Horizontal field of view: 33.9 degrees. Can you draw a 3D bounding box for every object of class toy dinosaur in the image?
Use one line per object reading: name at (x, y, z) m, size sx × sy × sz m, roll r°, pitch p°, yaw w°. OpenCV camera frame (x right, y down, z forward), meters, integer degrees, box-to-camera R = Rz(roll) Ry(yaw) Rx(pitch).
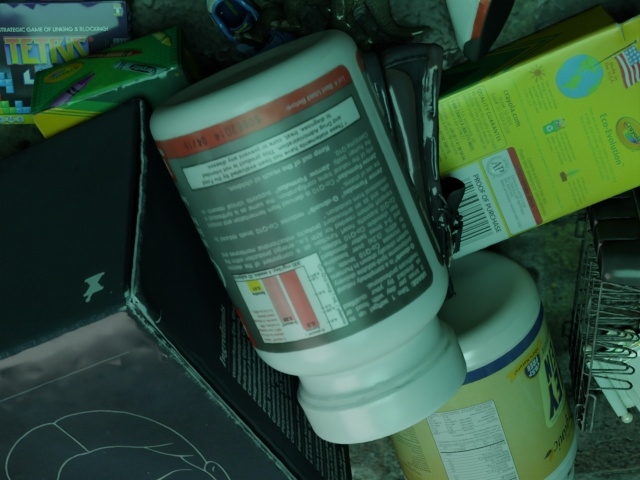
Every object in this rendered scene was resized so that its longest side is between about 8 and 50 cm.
toy dinosaur at (-0.004, -0.277, 1.086) m, size 0.314 × 0.121 × 0.160 m, roll 5°, pitch 85°, yaw -20°

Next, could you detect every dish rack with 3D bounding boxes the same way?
dish rack at (0.341, 0.085, 1.258) m, size 0.074 × 0.208 × 0.271 m, roll 4°, pitch 120°, yaw 7°

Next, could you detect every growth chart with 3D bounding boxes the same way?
growth chart at (0.478, 0.155, 1.400) m, size 0.237 × 0.021 × 0.172 m, roll -21°, pitch 117°, yaw 9°

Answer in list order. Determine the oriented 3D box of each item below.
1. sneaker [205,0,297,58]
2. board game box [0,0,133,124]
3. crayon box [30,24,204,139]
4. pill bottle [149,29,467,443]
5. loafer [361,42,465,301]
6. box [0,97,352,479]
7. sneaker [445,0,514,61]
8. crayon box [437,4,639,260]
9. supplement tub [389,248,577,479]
sneaker at (-0.072, -0.225, 1.149) m, size 0.144 × 0.059 × 0.053 m, roll 40°, pitch 108°, yaw -22°
board game box at (-0.291, -0.201, 1.160) m, size 0.170 × 0.048 × 0.141 m, roll -2°, pitch 120°, yaw -2°
crayon box at (-0.180, -0.087, 1.166) m, size 0.165 × 0.081 × 0.278 m, roll -17°, pitch 135°, yaw 8°
pill bottle at (0.000, 0.000, 1.021) m, size 0.210 × 0.210 × 0.362 m, roll -21°, pitch 105°, yaw 9°
loafer at (0.117, -0.066, 1.130) m, size 0.095 × 0.109 × 0.302 m, roll -16°, pitch 114°, yaw 2°
box at (-0.278, 0.179, 1.151) m, size 0.480 × 0.297 × 0.471 m, roll -21°, pitch 135°, yaw 14°
sneaker at (0.133, -0.320, 1.099) m, size 0.145 × 0.090 × 0.270 m, roll 26°, pitch 147°, yaw 20°
crayon box at (0.258, -0.128, 1.202) m, size 0.319 × 0.081 × 0.202 m, roll -21°, pitch 117°, yaw 10°
supplement tub at (0.186, 0.194, 1.291) m, size 0.228 × 0.228 × 0.316 m, roll -17°, pitch 118°, yaw 7°
